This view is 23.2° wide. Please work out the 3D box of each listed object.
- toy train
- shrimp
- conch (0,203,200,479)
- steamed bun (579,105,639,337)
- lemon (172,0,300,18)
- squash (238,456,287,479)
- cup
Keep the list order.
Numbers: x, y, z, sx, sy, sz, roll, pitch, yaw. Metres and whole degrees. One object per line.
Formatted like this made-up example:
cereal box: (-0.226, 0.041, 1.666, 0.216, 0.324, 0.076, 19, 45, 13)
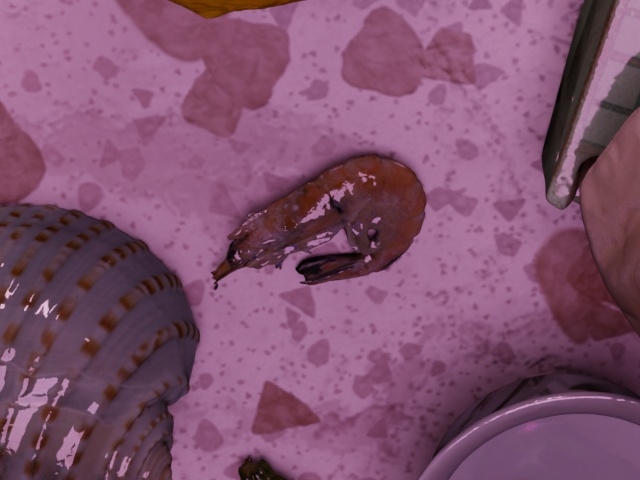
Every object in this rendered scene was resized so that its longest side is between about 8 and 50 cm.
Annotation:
toy train: (0.303, -0.157, 1.395, 0.159, 0.129, 0.326, 16, 112, -1)
shrimp: (0.000, 0.000, 1.502, 0.223, 0.047, 0.126, -28, 120, 9)
conch: (-0.272, 0.128, 1.466, 0.319, 0.215, 0.303, 25, 99, -11)
steamed bun: (0.411, 0.012, 1.262, 0.367, 0.255, 0.342, 40, 99, -16)
lemon: (-0.071, -0.343, 1.208, 0.349, 0.387, 0.350, 5, 80, -31)
squash: (-0.002, 0.328, 1.620, 0.069, 0.069, 0.258, -39, 108, 14)
cup: (0.239, 0.270, 1.546, 0.347, 0.163, 0.347, 0, 113, -1)
